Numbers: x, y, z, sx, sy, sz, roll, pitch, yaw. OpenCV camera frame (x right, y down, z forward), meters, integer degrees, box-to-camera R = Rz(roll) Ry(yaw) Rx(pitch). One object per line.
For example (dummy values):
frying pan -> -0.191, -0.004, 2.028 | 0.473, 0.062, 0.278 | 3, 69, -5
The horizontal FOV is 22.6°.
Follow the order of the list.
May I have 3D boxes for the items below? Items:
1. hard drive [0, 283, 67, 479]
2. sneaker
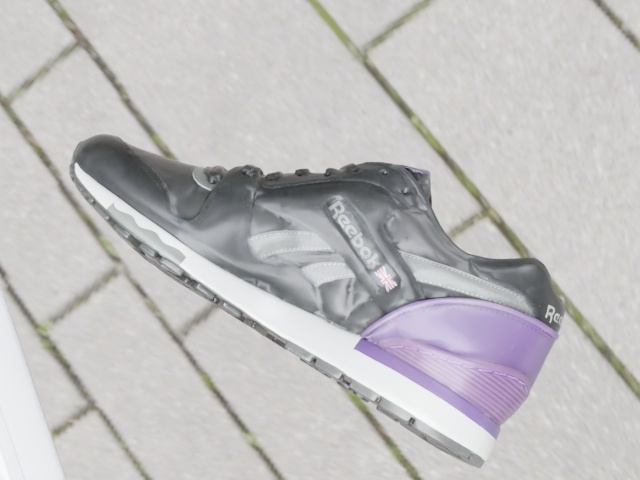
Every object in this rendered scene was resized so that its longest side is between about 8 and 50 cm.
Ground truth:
hard drive -> -0.223, 0.170, 1.014 | 0.233, 0.047, 0.353 | -2, 108, 52
sneaker -> 0.000, 0.000, 0.890 | 0.283, 0.107, 0.124 | 32, 84, 9
